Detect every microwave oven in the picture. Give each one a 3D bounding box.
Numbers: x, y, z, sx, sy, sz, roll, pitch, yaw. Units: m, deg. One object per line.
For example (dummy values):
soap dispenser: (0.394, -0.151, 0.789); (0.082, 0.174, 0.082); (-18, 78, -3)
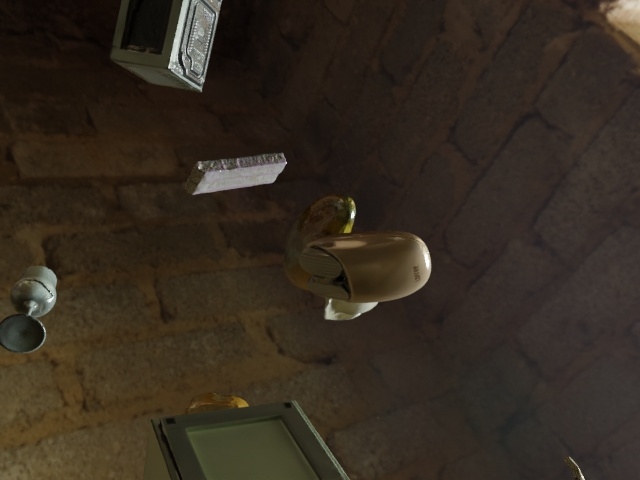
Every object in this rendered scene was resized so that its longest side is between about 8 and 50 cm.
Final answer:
microwave oven: (-0.258, -0.385, 1.134); (0.162, 0.123, 0.208); (12, 91, -76)

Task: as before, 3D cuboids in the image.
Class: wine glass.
wine glass: (-0.515, 0.116, 1.155); (0.079, 0.195, 0.079); (-6, 114, -13)

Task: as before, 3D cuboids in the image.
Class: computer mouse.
computer mouse: (0.082, 0.051, 1.189); (0.237, 0.082, 0.145); (-3, 133, 11)

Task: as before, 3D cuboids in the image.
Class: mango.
mango: (0.000, 0.000, 1.691); (0.146, 0.192, 0.316); (-1, 137, -31)

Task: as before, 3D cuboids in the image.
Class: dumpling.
dumpling: (0.062, 0.126, 1.391); (0.134, 0.100, 0.169); (-50, 170, 9)

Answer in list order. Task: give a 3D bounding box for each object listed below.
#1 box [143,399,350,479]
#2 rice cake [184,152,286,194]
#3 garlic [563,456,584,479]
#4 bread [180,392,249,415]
box: (-0.100, 0.332, 0.876); (0.225, 0.225, 0.117); (0, 113, -28)
rice cake: (-0.238, -0.190, 1.850); (0.298, 0.050, 0.106); (-13, 154, -39)
garlic: (0.542, 0.545, 1.335); (0.127, 0.194, 0.131); (2, 161, -35)
bread: (-0.186, 0.326, 1.120); (0.149, 0.122, 0.073); (-4, 175, 5)
